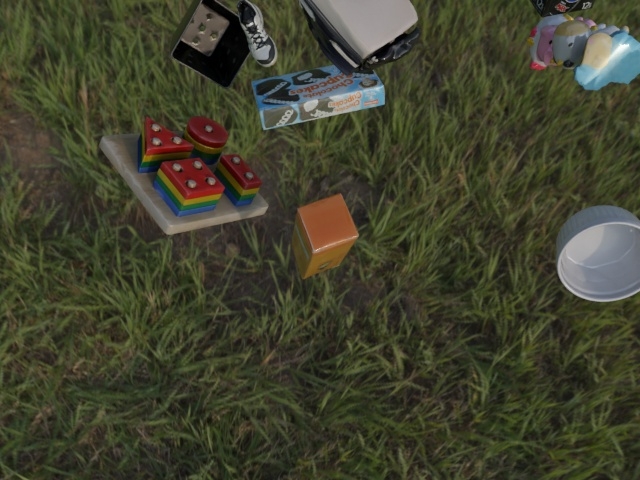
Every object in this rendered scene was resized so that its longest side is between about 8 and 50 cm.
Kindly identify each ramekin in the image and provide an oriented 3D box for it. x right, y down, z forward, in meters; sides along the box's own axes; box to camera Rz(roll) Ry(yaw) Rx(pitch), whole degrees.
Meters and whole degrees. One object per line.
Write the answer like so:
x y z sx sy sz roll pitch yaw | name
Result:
0.618 0.021 1.338 0.207 0.207 0.109 16 34 1 | ramekin

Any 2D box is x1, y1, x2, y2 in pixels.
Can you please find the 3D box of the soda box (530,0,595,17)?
0.222 -0.304 0.625 0.060 0.053 0.169 -13 57 -6 | soda box

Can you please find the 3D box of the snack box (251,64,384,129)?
-0.010 -0.388 1.604 0.321 0.060 0.187 -13 40 -4 | snack box

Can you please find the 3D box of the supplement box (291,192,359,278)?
0.000 0.000 1.003 0.078 0.233 0.080 -20 77 -10 | supplement box

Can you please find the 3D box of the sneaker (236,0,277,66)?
-0.078 -0.242 0.715 0.031 0.037 0.083 -26 80 14 | sneaker

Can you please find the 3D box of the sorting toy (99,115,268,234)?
-0.256 -0.151 1.219 0.257 0.089 0.255 -16 58 -48 | sorting toy

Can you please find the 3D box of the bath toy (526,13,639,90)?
0.505 -0.387 1.235 0.151 0.129 0.348 33 20 -15 | bath toy

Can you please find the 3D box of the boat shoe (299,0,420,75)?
-0.013 -0.369 0.820 0.127 0.158 0.341 -36 99 -11 | boat shoe

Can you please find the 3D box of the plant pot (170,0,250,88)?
-0.307 -0.564 1.692 0.187 0.188 0.167 24 18 -36 | plant pot
